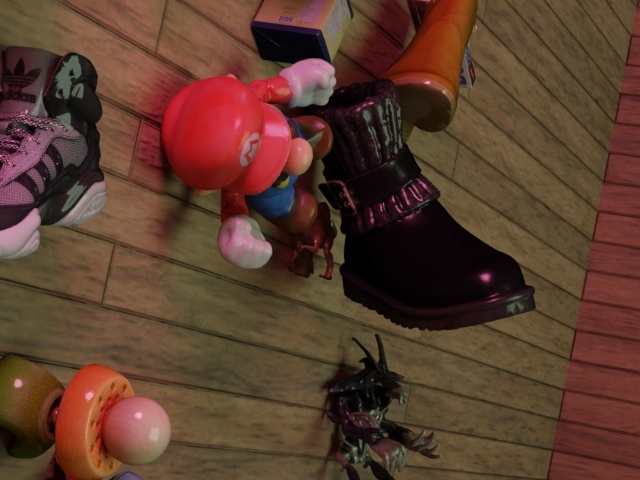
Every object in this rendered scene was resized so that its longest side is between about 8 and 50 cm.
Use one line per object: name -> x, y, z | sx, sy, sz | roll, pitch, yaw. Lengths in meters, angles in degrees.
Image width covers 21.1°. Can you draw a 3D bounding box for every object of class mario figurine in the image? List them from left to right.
mario figurine -> -0.041, -0.080, 1.776 | 0.198, 0.170, 0.320 | 66, 11, 9

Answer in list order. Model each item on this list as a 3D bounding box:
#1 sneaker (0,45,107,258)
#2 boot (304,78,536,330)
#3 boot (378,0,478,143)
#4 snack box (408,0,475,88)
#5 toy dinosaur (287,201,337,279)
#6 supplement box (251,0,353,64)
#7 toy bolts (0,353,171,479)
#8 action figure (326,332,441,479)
sneaker -> -0.252, -0.077, 1.372 | 0.268, 0.101, 0.153 | -34, 129, -69
boot -> 0.101, -0.045, 1.946 | 0.131, 0.348, 0.260 | -17, 107, -29
boot -> 0.143, -0.240, 2.162 | 0.211, 0.104, 0.295 | -65, -176, -10
snack box -> 0.169, -0.277, 2.366 | 0.178, 0.064, 0.022 | 69, 35, -52
toy dinosaur -> 0.000, 0.000, 2.082 | 0.183, 0.053, 0.092 | 24, 76, -68
supplement box -> -0.019, -0.242, 1.890 | 0.056, 0.083, 0.083 | 71, 36, -51
toy bolts -> -0.207, 0.240, 1.524 | 0.228, 0.158, 0.218 | 65, 40, -55
action figure -> 0.080, 0.270, 2.280 | 0.164, 0.141, 0.275 | -9, 109, -55
